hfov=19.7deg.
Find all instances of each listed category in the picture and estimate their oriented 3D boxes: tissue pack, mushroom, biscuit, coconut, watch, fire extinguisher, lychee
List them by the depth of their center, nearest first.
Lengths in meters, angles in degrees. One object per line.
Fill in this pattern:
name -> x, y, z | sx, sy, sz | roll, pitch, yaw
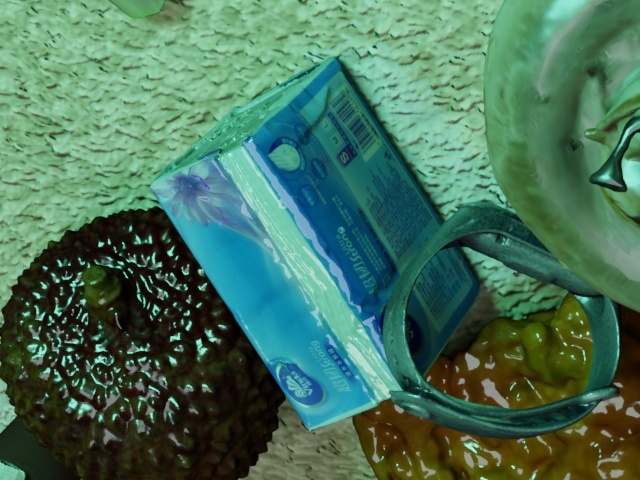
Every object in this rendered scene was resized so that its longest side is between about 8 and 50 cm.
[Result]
mushroom -> 0.295, -0.089, 1.402 | 0.362, 0.294, 0.362 | 8, 117, 16
watch -> 0.158, 0.078, 1.540 | 0.206, 0.193, 0.068 | 25, 162, -10
tissue pack -> 0.000, 0.000, 1.631 | 0.146, 0.198, 0.263 | -25, 103, 32
coconut -> -0.167, -0.248, 1.647 | 0.083, 0.082, 0.081 | -6, 147, 34
biscuit -> 0.210, 0.212, 1.702 | 0.312, 0.110, 0.318 | -27, 100, 29
lychee -> -0.162, 0.110, 1.713 | 0.275, 0.276, 0.304 | 5, 153, 20
fire extinguisher -> -0.279, 0.223, 1.818 | 0.104, 0.269, 0.105 | 9, 118, 18
